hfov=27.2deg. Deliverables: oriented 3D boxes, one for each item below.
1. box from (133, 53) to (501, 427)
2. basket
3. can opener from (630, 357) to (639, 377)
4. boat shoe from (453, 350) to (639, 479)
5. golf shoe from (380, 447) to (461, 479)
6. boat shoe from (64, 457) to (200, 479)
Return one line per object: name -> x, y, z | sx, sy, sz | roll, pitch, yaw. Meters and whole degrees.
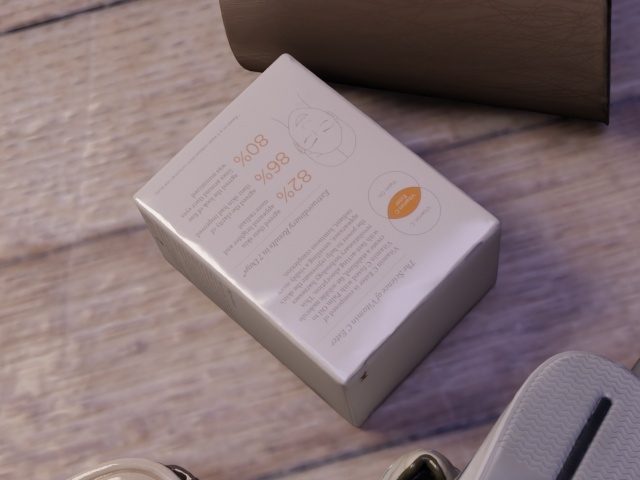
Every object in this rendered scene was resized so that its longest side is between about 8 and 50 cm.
box -> 0.000, 0.000, 0.777 | 0.170, 0.091, 0.130 | 41, 76, 20
basket -> 0.062, -0.171, 0.808 | 0.227, 0.154, 0.204 | 1, 111, 13
can opener -> 0.168, 0.162, 0.717 | 0.283, 0.076, 0.095 | -50, 39, -14
boat shoe -> 0.069, 0.177, 0.604 | 0.109, 0.094, 0.302 | 34, 53, 16
golf shoe -> 0.038, 0.192, 0.696 | 0.069, 0.086, 0.176 | 7, 69, 7
boat shoe -> -0.208, 0.212, 0.720 | 0.335, 0.095, 0.112 | -21, 69, 2
